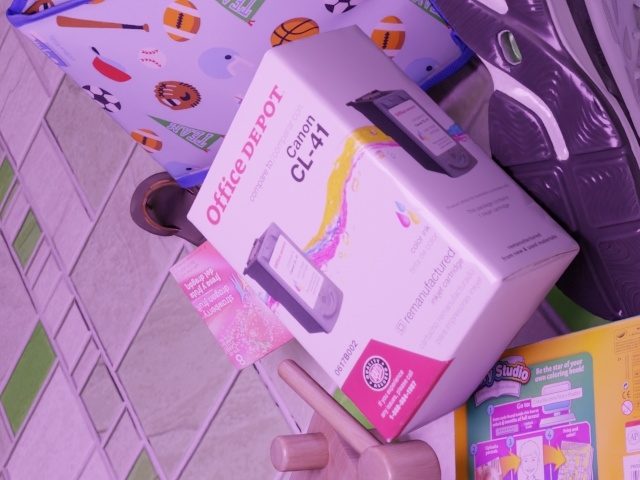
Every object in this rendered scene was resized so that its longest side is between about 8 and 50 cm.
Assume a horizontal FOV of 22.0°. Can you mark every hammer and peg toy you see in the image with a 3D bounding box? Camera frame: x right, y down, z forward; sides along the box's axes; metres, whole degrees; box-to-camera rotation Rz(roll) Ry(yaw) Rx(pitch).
[{"bbox_3d":[0.034,0.290,1.619,0.266,0.127,0.361,58,140,45],"label":"hammer and peg toy"}]

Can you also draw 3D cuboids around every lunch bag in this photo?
[{"bbox_3d":[-0.066,-0.260,1.726,0.385,0.328,0.239,-12,53,32],"label":"lunch bag"}]

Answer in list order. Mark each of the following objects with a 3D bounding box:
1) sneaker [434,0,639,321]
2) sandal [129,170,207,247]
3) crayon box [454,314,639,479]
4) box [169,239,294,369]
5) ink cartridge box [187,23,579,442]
[{"bbox_3d":[0.268,-0.167,1.472,0.169,0.257,0.447,-8,107,54],"label":"sneaker"},{"bbox_3d":[-0.195,-0.039,2.143,0.219,0.060,0.090,27,102,53],"label":"sandal"},{"bbox_3d":[0.237,0.170,1.472,0.278,0.081,0.165,-20,64,50],"label":"crayon box"},{"bbox_3d":[0.000,0.000,1.746,0.300,0.154,0.142,-34,90,43],"label":"box"},{"bbox_3d":[0.047,-0.008,1.493,0.306,0.131,0.226,45,130,20],"label":"ink cartridge box"}]
